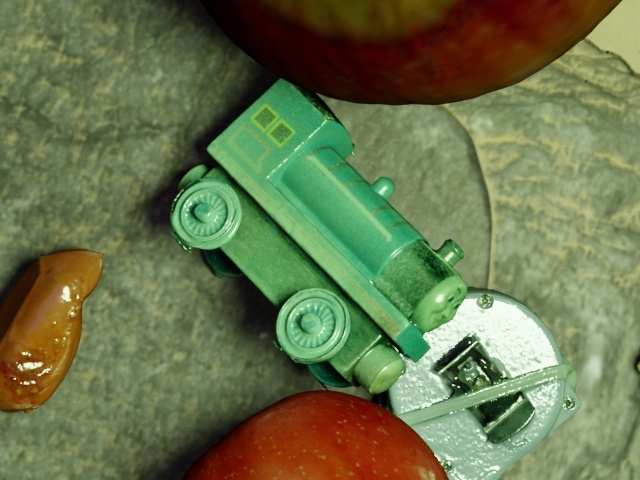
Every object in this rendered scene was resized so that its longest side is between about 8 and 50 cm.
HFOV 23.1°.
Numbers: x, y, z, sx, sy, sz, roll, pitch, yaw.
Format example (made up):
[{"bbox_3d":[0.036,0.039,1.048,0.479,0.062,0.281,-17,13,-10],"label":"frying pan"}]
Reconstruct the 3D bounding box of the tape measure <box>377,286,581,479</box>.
[{"bbox_3d":[0.145,0.136,1.495,0.181,0.107,0.182,44,90,-5],"label":"tape measure"}]

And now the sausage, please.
[{"bbox_3d":[-0.269,0.083,1.503,0.089,0.089,0.179,27,89,1],"label":"sausage"}]

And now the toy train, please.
[{"bbox_3d":[0.000,0.000,1.456,0.194,0.120,0.298,-44,65,-2],"label":"toy train"}]

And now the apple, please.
[{"bbox_3d":[-0.011,0.264,1.407,0.260,0.260,0.216,-37,75,-2],"label":"apple"}]

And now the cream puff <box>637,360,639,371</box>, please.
[{"bbox_3d":[0.347,0.130,1.523,0.083,0.083,0.058,38,132,-9],"label":"cream puff"}]

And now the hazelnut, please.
[{"bbox_3d":[0.079,-0.286,1.351,0.429,0.402,0.402,-4,87,26],"label":"hazelnut"}]
